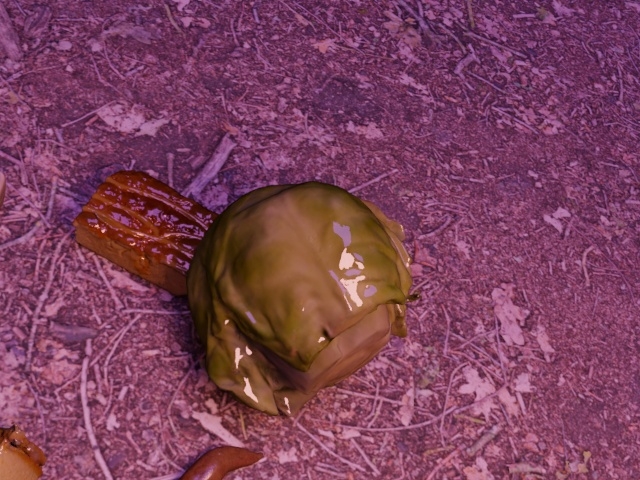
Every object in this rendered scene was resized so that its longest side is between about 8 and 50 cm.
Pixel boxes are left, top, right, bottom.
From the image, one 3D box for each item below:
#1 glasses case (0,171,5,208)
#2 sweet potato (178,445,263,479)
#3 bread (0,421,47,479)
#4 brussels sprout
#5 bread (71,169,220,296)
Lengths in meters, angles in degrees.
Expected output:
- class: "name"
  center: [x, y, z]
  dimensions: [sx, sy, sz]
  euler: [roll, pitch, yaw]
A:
- class: "glasses case"
  center: [-0.690, -0.001, 1.602]
  dimensions: [0.144, 0.076, 0.336]
  euler: [15, 50, -12]
- class: "sweet potato"
  center: [-0.209, 0.412, 1.492]
  dimensions: [0.281, 0.059, 0.067]
  euler: [-31, 80, -36]
- class: "bread"
  center: [-0.530, 0.371, 1.391]
  dimensions: [0.152, 0.127, 0.147]
  euler: [1, 47, 21]
- class: "brussels sprout"
  center: [-0.048, 0.078, 1.578]
  dimensions: [0.361, 0.425, 0.342]
  euler: [53, 28, 21]
- class: "bread"
  center: [-0.326, -0.018, 1.746]
  dimensions: [0.274, 0.114, 0.185]
  euler: [27, 48, 2]
